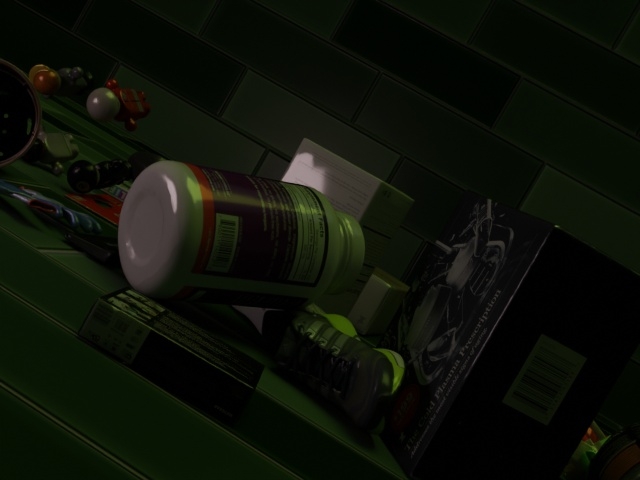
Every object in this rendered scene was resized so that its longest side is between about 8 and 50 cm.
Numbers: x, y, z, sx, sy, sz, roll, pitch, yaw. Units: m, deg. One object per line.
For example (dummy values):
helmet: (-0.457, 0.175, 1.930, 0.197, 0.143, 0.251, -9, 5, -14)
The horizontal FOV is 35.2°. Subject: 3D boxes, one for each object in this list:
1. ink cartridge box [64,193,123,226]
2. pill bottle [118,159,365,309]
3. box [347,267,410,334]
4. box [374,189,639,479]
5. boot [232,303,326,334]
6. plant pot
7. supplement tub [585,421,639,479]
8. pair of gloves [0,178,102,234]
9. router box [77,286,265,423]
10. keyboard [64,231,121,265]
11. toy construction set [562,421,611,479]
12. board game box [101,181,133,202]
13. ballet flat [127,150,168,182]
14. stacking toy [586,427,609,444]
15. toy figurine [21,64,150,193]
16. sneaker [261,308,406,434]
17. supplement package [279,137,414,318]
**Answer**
ink cartridge box: (-0.309, -0.045, 1.827, 0.239, 0.060, 0.275, 31, 4, 1)
pill bottle: (-0.101, 0.001, 1.384, 0.323, 0.181, 0.181, 9, 17, -39)
box: (0.101, 0.124, 2.235, 0.148, 0.121, 0.311, 32, 4, 14)
box: (0.226, 0.139, 1.318, 0.179, 0.343, 0.312, 29, 3, -14)
boot: (-0.060, 0.109, 1.579, 0.123, 0.095, 0.258, 35, 9, -34)
plant pot: (-0.504, -0.186, 1.535, 0.167, 0.167, 0.165, 29, -4, -10)
supplement tub: (0.450, 0.350, 1.269, 0.207, 0.207, 0.338, 31, 5, 9)
pair of gloves: (-0.404, -0.055, 1.405, 0.159, 0.023, 0.198, 23, 0, 31)
router box: (-0.147, 0.114, 1.039, 0.179, 0.046, 0.133, 30, 3, 1)
keyboard: (-0.282, 0.021, 1.432, 0.108, 0.023, 0.180, 24, 3, 13)
toy construction set: (0.413, 0.332, 1.653, 0.215, 0.151, 0.328, 58, 22, 19)
board game box: (-0.416, -0.109, 2.080, 0.103, 0.026, 0.154, 30, 4, -7)
ballet flat: (-0.281, -0.078, 2.053, 0.280, 0.095, 0.096, 38, 17, -9)
stacking toy: (0.435, 0.349, 1.903, 0.330, 0.141, 0.141, 36, 2, -17)
toy figurine: (-0.436, -0.203, 1.824, 0.210, 0.213, 0.148, 25, 17, 19)
sneaker: (0.008, 0.163, 1.307, 0.121, 0.111, 0.300, 17, 3, -26)
supplement package: (0.000, 0.000, 1.784, 0.178, 0.293, 0.175, 32, 5, 24)
